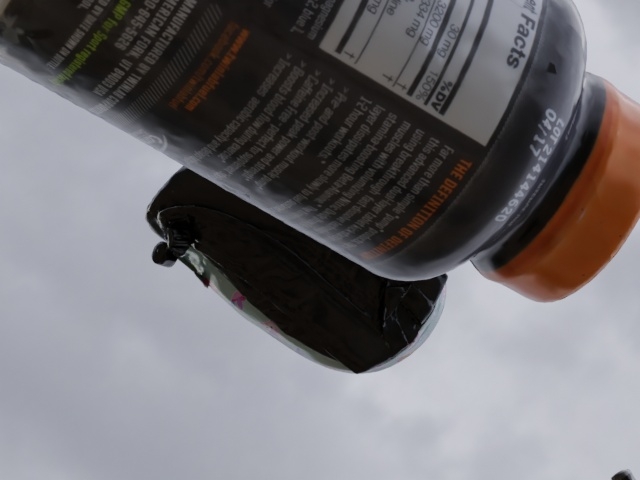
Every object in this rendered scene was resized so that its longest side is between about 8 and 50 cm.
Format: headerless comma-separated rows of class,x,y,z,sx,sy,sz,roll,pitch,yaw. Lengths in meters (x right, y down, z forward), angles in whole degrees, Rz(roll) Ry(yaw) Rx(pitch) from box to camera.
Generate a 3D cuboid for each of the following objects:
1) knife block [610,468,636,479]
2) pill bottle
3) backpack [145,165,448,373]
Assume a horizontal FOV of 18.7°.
knife block,0.295,0.240,1.190,0.276,0.088,0.242,17,-64,8
pill bottle,0.006,-0.069,0.709,0.246,0.130,0.130,30,-50,-19
backpack,0.000,0.000,1.221,0.182,0.115,0.152,43,-85,6
